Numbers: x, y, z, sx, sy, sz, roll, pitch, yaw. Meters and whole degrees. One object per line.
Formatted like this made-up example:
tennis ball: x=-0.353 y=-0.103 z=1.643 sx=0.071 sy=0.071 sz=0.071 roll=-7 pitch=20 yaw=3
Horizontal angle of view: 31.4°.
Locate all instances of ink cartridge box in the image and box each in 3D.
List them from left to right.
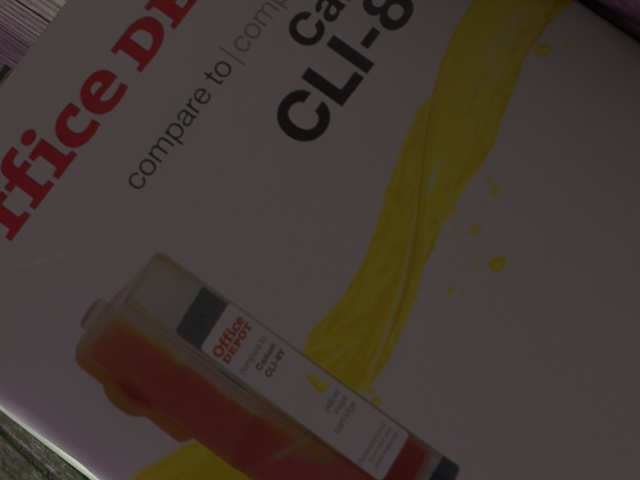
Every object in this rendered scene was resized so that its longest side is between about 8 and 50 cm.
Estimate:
ink cartridge box: x=0.039 y=0.030 z=0.518 sx=0.385 sy=0.279 sz=0.160 roll=36 pitch=174 yaw=5
